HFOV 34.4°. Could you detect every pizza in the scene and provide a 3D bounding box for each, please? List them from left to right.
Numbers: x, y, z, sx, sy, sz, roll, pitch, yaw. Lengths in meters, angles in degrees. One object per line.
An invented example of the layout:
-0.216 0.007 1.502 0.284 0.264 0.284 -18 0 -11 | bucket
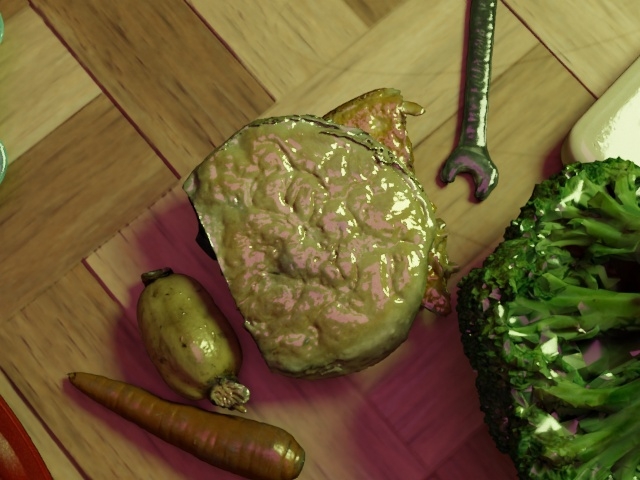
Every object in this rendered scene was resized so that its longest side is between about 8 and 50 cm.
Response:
0.045 -0.014 0.881 0.188 0.062 0.199 -39 85 6 | pizza

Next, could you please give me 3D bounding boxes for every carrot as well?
-0.114 0.150 0.854 0.216 0.048 0.048 18 78 10 | carrot

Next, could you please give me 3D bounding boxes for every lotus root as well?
-0.107 0.084 0.855 0.072 0.063 0.152 -32 71 -18 | lotus root

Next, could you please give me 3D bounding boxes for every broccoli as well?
0.248 0.070 0.764 0.308 0.275 0.308 9 54 -12 | broccoli

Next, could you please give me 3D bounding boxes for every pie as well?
0.000 0.000 0.829 0.185 0.052 0.218 -25 84 8 | pie

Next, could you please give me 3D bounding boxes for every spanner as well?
0.144 -0.160 0.934 0.054 0.015 0.254 6 77 1 | spanner

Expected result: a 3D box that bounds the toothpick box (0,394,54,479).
-0.371 0.248 0.749 0.333 0.204 0.204 -31 79 -6 | toothpick box

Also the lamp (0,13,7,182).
-0.412 -0.122 0.858 0.284 0.147 0.209 -3 80 0 | lamp

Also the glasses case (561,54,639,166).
0.295 -0.119 0.907 0.083 0.050 0.196 42 80 6 | glasses case
